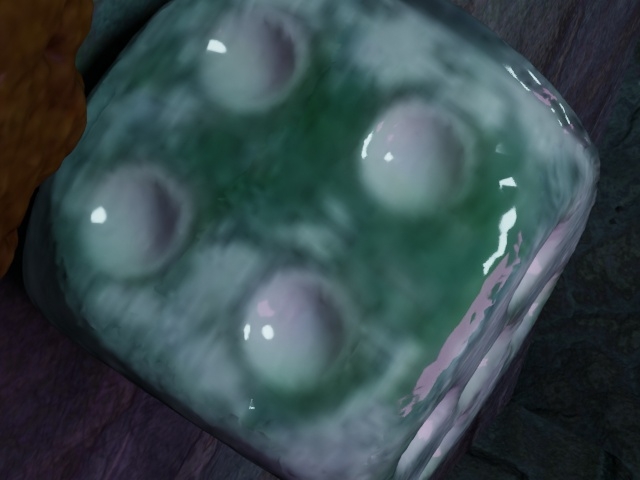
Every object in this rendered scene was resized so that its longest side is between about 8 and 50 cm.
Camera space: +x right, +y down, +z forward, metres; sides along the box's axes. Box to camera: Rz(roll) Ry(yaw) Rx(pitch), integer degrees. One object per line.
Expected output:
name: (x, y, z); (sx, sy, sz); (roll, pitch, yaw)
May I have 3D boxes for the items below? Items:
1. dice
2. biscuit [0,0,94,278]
dice: (0.000, 0.000, 1.046); (0.348, 0.328, 0.330); (-55, 165, -7)
biscuit: (-0.268, -0.036, 0.606); (0.395, 0.166, 0.342); (-62, 161, -9)
